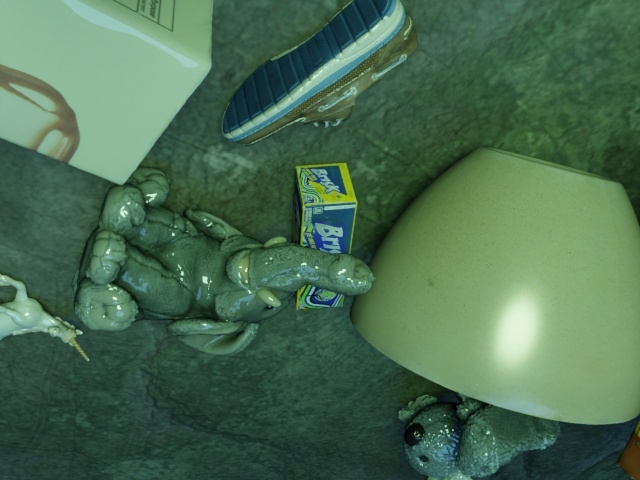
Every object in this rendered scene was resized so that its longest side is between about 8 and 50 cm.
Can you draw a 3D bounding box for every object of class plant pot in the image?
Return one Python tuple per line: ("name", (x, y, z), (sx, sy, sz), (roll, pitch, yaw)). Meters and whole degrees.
("plant pot", (0.187, 0.018, 0.676), (0.284, 0.284, 0.190), (10, 102, -21))

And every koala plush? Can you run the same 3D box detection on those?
("koala plush", (0.197, 0.261, 0.989), (0.203, 0.196, 0.221), (9, 133, -35))

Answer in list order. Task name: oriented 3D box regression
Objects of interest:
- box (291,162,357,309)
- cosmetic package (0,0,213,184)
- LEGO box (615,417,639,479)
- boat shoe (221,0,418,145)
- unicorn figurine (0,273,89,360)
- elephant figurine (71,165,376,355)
("box", (0.000, 0.000, 0.741), (0.054, 0.059, 0.169), (-5, 140, -8))
("cosmetic package", (-0.225, -0.172, 0.433), (0.296, 0.153, 0.129), (23, 130, -30))
("LEGO box", (0.490, 0.006, 0.569), (0.373, 0.193, 0.500), (-27, 138, -30))
("boat shoe", (0.001, -0.127, 0.591), (0.183, 0.066, 0.066), (-30, 137, 22))
("unicorn figurine", (-0.345, 0.087, 0.788), (0.162, 0.060, 0.111), (-8, 143, 23))
("elephant figurine", (-0.103, 0.039, 0.685), (0.240, 0.186, 0.169), (16, 106, -21))
